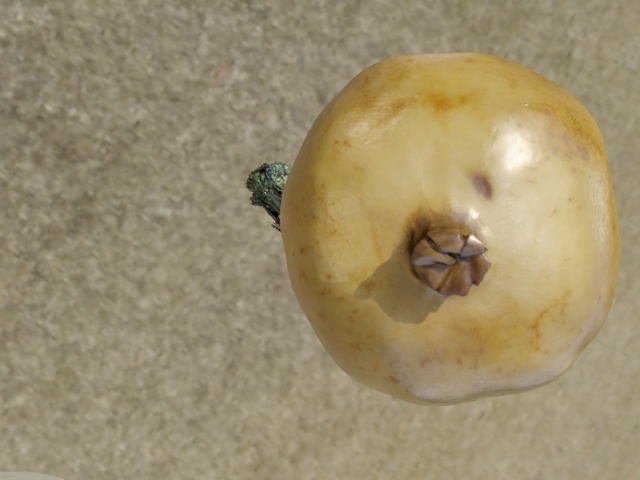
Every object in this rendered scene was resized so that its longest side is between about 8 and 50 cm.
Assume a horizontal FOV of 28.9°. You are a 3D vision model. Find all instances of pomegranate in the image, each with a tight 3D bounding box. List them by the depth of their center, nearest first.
[{"bbox_3d":[0.068,-0.005,0.628,0.196,0.196,0.196,-40,151,-28],"label":"pomegranate"}]

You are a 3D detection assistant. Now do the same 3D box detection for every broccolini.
[{"bbox_3d":[0.000,0.000,0.865,0.035,0.140,0.030,-32,165,-38],"label":"broccolini"}]

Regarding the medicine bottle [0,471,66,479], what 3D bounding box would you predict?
[{"bbox_3d":[-0.075,0.182,0.339,0.211,0.211,0.371,-46,-168,-19],"label":"medicine bottle"}]
